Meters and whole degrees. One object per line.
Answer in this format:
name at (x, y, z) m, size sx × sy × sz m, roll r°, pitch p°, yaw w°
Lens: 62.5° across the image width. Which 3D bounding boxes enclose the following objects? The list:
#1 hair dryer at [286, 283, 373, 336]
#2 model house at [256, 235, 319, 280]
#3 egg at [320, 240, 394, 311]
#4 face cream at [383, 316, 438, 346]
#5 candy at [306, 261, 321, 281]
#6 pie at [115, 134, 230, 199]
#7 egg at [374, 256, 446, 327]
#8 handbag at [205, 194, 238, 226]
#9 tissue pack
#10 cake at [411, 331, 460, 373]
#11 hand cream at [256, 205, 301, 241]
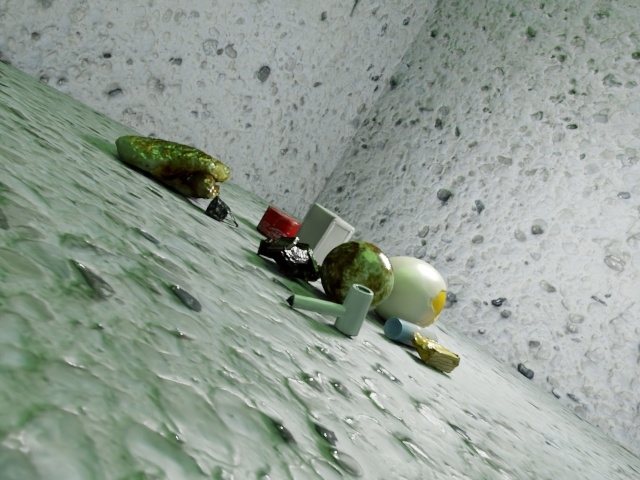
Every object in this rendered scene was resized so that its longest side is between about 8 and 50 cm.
hair dryer at (0.019, 0.169, 1.408) m, size 0.236 × 0.131 × 0.073 m, roll 15°, pitch 14°, yaw -23°
model house at (-0.121, 0.056, 1.752) m, size 0.164 × 0.141 × 0.203 m, roll 0°, pitch 2°, yaw -38°
egg at (0.113, 0.116, 1.771) m, size 0.238 × 0.238 × 0.289 m, roll 29°, pitch -4°, yaw -35°
face cream at (0.318, 0.330, 1.838) m, size 0.250 × 0.077 × 0.077 m, roll 27°, pitch 6°, yaw -45°
candy at (-0.097, 0.069, 1.929) m, size 0.287 × 0.078 × 0.084 m, roll 31°, pitch -14°, yaw 45°
pie at (-0.575, -0.307, 2.095) m, size 0.417 × 0.181 × 0.395 m, roll 25°, pitch 6°, yaw -3°
egg at (0.323, 0.197, 2.041) m, size 0.345 × 0.283 × 0.283 m, roll 25°, pitch 8°, yaw -41°
handbag at (-0.363, -0.096, 1.988) m, size 0.139 × 0.072 × 0.115 m, roll 44°, pitch -1°, yaw -16°
tissue pack at (-0.001, 0.000, 2.190) m, size 0.136 × 0.246 × 0.159 m, roll 37°, pitch 6°, yaw 41°
cake at (0.372, 0.376, 1.766) m, size 0.184 × 0.080 × 0.116 m, roll 18°, pitch 14°, yaw -35°
hand cream at (-0.182, -0.059, 2.377) m, size 0.193 × 0.125 × 0.193 m, roll 33°, pitch 5°, yaw -3°
